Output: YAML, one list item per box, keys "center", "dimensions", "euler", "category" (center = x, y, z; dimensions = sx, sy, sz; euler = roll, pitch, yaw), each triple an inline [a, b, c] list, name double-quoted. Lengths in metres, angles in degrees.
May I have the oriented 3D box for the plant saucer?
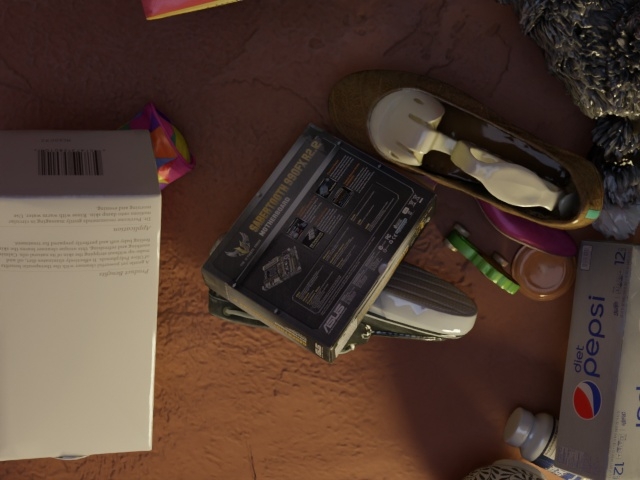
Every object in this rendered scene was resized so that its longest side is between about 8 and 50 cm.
- center: [0.283, 0.037, 1.506]
  dimensions: [0.083, 0.013, 0.083]
  euler: [0, 104, -1]
  category: "plant saucer"

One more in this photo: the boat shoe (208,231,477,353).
- center: [0.022, 0.079, 1.474]
  dimensions: [0.335, 0.121, 0.119]
  euler: [14, 110, 7]
  category: "boat shoe"

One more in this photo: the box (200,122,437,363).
- center: [0.000, 0.000, 1.392]
  dimensions: [0.183, 0.056, 0.231]
  euler: [30, 71, 15]
  category: "box"

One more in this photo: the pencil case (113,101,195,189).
- center: [-0.270, -0.072, 1.434]
  dimensions: [0.236, 0.104, 0.104]
  euler: [-29, 102, 6]
  category: "pencil case"

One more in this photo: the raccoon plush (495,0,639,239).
- center: [0.252, -0.217, 1.359]
  dimensions: [0.299, 0.216, 0.446]
  euler: [7, 104, 6]
  category: "raccoon plush"

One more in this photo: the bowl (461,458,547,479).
- center: [0.246, 0.334, 1.528]
  dimensions: [0.170, 0.170, 0.080]
  euler: [29, 58, -7]
  category: "bowl"

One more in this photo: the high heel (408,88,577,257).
- center: [0.228, -0.078, 1.448]
  dimensions: [0.244, 0.082, 0.117]
  euler: [32, 105, 3]
  category: "high heel"

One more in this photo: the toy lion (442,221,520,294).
- center: [0.200, 0.026, 1.460]
  dimensions: [0.100, 0.096, 0.034]
  euler: [37, 100, -8]
  category: "toy lion"

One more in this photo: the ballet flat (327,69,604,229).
- center: [0.160, -0.100, 1.349]
  dimensions: [0.342, 0.124, 0.116]
  euler: [27, 107, 5]
  category: "ballet flat"

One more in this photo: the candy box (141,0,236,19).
- center: [-0.050, -0.328, 1.261]
  dimensions: [0.268, 0.317, 0.122]
  euler: [-12, 103, 3]
  category: "candy box"

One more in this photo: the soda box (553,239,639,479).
- center: [0.363, 0.146, 1.447]
  dimensions: [0.098, 0.091, 0.286]
  euler: [6, 90, -33]
  category: "soda box"

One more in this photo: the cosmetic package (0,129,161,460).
- center: [-0.289, 0.067, 1.367]
  dimensions: [0.197, 0.155, 0.365]
  euler: [0, 124, -14]
  category: "cosmetic package"

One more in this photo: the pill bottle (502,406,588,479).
- center: [0.298, 0.263, 1.532]
  dimensions: [0.120, 0.067, 0.067]
  euler: [27, 102, -6]
  category: "pill bottle"
